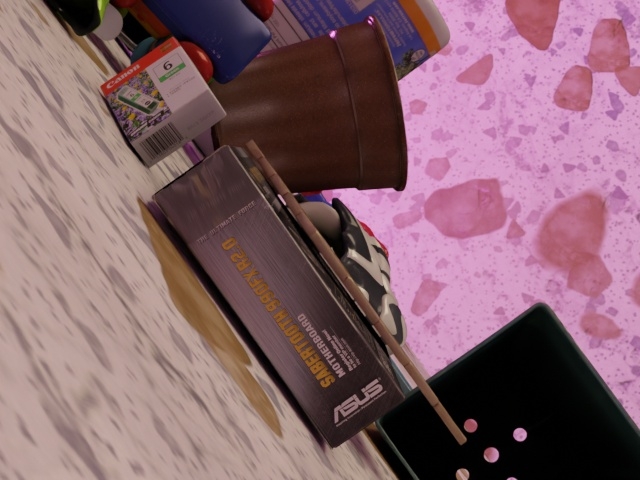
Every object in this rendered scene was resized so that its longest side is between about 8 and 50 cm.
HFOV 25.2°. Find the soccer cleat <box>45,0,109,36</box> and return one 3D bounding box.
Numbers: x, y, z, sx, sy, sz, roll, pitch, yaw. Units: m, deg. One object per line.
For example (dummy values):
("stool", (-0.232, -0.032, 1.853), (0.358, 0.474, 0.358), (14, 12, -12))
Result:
("soccer cleat", (-0.201, -0.220, 0.993), (0.179, 0.060, 0.072), (53, 15, -38))

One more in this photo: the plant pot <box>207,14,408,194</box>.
("plant pot", (-0.018, -0.112, 1.318), (0.167, 0.165, 0.167), (169, -90, -83))

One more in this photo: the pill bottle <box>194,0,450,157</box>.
("pill bottle", (-0.017, -0.184, 1.460), (0.152, 0.272, 0.152), (54, 3, -4))

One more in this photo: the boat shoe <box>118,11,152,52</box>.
("boat shoe", (-0.195, -0.252, 1.339), (0.206, 0.075, 0.065), (58, -4, -37))

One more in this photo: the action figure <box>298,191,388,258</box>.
("action figure", (0.019, 0.011, 1.665), (0.139, 0.091, 0.280), (48, 2, 16))

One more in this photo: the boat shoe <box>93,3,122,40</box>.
("boat shoe", (-0.193, -0.197, 1.126), (0.035, 0.035, 0.100), (31, -11, 37))

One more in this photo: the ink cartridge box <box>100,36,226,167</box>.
("ink cartridge box", (-0.112, -0.103, 0.966), (0.029, 0.063, 0.115), (55, 1, -42))

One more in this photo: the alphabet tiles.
("alphabet tiles", (0.018, 0.026, 1.045), (0.198, 0.009, 0.237), (54, 1, -26))

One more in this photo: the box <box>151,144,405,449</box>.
("box", (-0.025, 0.027, 0.928), (0.183, 0.056, 0.231), (54, 1, -4))

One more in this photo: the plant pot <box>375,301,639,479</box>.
("plant pot", (0.156, 0.177, 1.210), (0.165, 0.166, 0.234), (55, -4, 9))

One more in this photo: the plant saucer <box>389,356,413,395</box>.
("plant saucer", (0.098, 0.175, 1.754), (0.192, 0.018, 0.067), (56, 3, 16))

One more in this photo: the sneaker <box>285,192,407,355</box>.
("sneaker", (0.000, 0.000, 1.338), (0.235, 0.094, 0.153), (-103, 168, -58))

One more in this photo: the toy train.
("toy train", (-0.166, -0.228, 1.205), (0.248, 0.105, 0.143), (47, -27, -14))
